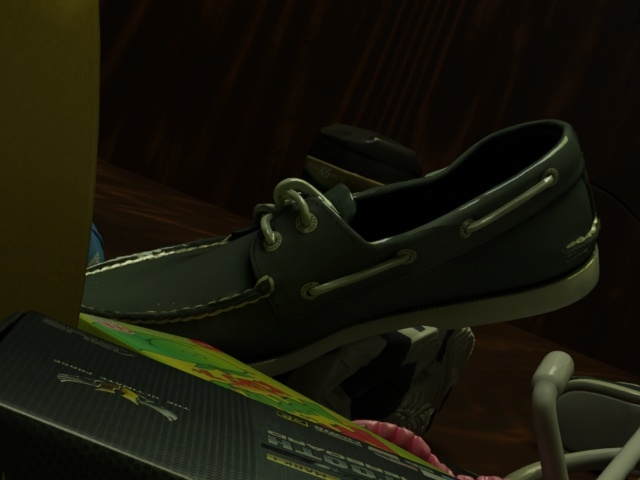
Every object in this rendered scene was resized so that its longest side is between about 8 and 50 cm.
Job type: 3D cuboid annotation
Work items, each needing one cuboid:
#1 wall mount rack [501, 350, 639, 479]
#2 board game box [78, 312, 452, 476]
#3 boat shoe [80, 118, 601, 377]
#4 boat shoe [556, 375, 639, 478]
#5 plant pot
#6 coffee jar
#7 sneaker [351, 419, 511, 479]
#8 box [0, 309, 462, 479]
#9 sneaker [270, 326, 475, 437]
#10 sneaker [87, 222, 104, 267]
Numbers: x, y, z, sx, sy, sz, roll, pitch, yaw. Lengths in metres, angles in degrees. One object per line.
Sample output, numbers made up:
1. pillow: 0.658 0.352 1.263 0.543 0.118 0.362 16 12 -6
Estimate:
1. wall mount rack: 0.264 0.064 0.969 0.350 0.130 0.304 -6 13 26
2. board game box: -0.037 0.088 0.815 0.181 0.043 0.092 23 3 44
3. boat shoe: 0.000 0.000 0.966 0.319 0.099 0.116 -10 29 -12
4. boat shoe: 0.296 0.165 1.363 0.255 0.095 0.079 13 10 23
5. plant pot: -0.214 -0.053 0.750 0.212 0.187 0.212 23 4 27
6. coffee jar: 0.011 0.001 1.392 0.079 0.184 0.096 20 3 -27
7. sneaker: 0.049 0.122 0.873 0.119 0.047 0.057 28 -6 -18
8. box: -0.016 0.098 0.603 0.233 0.059 0.183 21 4 -4
9. sneaker: -0.008 0.057 1.109 0.153 0.094 0.235 32 17 24
10. sneaker: -0.219 -0.004 1.100 0.240 0.091 0.126 4 -44 52
